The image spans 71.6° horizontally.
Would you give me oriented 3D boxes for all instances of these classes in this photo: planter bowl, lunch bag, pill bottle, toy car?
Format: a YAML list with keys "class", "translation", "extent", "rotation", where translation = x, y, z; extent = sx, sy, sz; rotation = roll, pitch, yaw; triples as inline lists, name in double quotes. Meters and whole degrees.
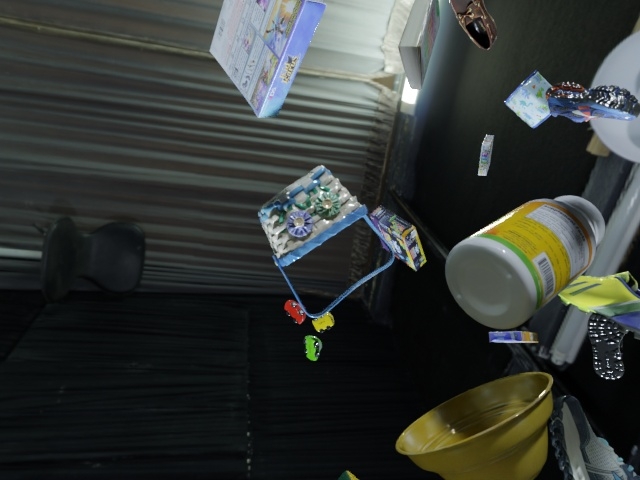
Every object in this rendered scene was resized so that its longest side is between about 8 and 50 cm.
- class: "planter bowl"
  translation: [0.212, 0.257, 0.564]
  extent: [0.090, 0.217, 0.217]
  rotation: [63, -19, 12]
- class: "lunch bag"
  translation: [0.640, -0.416, 1.346]
  extent: [0.096, 0.129, 0.151]
  rotation: [-42, 173, -10]
- class: "pill bottle"
  translation: [0.317, 0.018, 0.668]
  extent: [0.136, 0.245, 0.136]
  rotation: [37, -39, 39]
- class: "toy car"
  translation: [-0.031, 0.346, 1.688]
  extent: [0.239, 0.053, 0.225]
  rotation: [11, -67, 39]

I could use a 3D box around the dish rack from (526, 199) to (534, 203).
- class: "dish rack"
  translation: [0.651, 0.019, 1.356]
  extent: [0.271, 0.208, 0.074]
  rotation: [-51, 166, -7]

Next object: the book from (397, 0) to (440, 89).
- class: "book"
  translation: [0.166, -0.334, 0.722]
  extent: [0.096, 0.035, 0.144]
  rotation: [53, 51, -61]

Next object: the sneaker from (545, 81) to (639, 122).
- class: "sneaker"
  translation: [0.693, -0.344, 1.137]
  extent: [0.221, 0.083, 0.087]
  rotation: [31, -19, 39]

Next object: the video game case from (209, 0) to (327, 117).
- class: "video game case"
  translation: [-0.126, -0.449, 0.950]
  extent: [0.244, 0.061, 0.269]
  rotation: [56, -44, 21]

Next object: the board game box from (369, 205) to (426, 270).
- class: "board game box"
  translation: [0.224, -0.006, 1.274]
  extent: [0.141, 0.048, 0.170]
  rotation: [37, -15, 41]

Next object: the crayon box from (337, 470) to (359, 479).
- class: "crayon box"
  translation: [0.142, 0.385, 0.379]
  extent: [0.106, 0.363, 0.313]
  rotation: [-48, 167, -15]

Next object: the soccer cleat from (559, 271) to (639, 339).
- class: "soccer cleat"
  translation: [0.637, 0.116, 0.982]
  extent: [0.289, 0.093, 0.121]
  rotation: [-139, -122, -68]

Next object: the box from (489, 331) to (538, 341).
- class: "box"
  translation: [0.489, 0.246, 1.129]
  extent: [0.081, 0.136, 0.028]
  rotation: [-12, -110, 40]

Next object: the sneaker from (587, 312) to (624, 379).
- class: "sneaker"
  translation: [0.942, 0.302, 1.461]
  extent: [0.124, 0.107, 0.283]
  rotation: [-35, 122, -50]

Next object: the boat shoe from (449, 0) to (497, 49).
- class: "boat shoe"
  translation: [0.417, -0.617, 1.218]
  extent: [0.073, 0.207, 0.073]
  rotation: [-18, -139, 53]

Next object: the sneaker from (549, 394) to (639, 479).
- class: "sneaker"
  translation: [0.448, 0.378, 0.677]
  extent: [0.110, 0.122, 0.283]
  rotation: [45, 29, -66]

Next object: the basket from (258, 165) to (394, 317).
- class: "basket"
  translation: [0.000, 0.000, 1.027]
  extent: [0.289, 0.254, 0.201]
  rotation: [55, -10, -9]

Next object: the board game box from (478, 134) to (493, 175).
- class: "board game box"
  translation: [0.558, -0.289, 1.495]
  extent: [0.154, 0.026, 0.104]
  rotation: [-45, 139, -56]
